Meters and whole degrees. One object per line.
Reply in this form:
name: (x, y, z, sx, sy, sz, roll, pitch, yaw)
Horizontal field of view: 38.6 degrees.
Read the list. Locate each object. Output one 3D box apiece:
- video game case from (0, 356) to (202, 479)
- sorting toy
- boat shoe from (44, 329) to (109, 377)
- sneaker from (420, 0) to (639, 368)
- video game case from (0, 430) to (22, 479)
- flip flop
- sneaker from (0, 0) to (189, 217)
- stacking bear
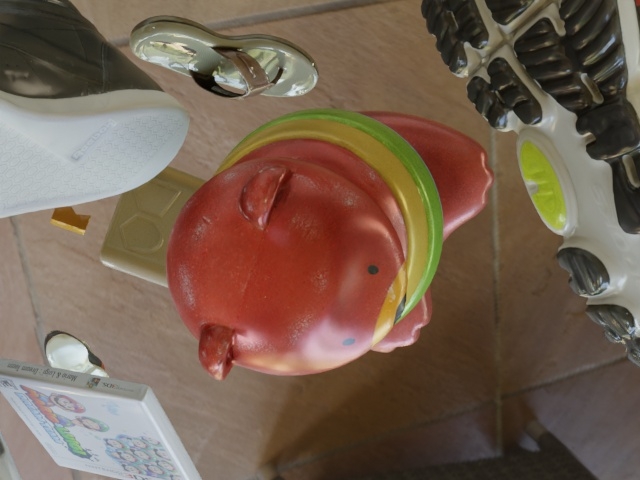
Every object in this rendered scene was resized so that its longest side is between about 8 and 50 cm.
video game case: (-0.183, 0.156, 0.755, 0.143, 0.019, 0.157, 7, 140, 19)
sorting toy: (-0.313, -0.038, 1.649, 0.307, 0.041, 0.229, 21, 57, -13)
boat shoe: (-0.320, 0.149, 1.188, 0.049, 0.043, 0.137, -34, 145, -4)
sneaker: (0.133, -0.078, 0.390, 0.118, 0.107, 0.279, -28, 98, -30)
video game case: (-0.333, 0.139, 0.722, 0.023, 0.201, 0.183, -33, 106, -56)
flip flop: (-0.132, -0.241, 1.285, 0.277, 0.080, 0.112, 10, 147, -31)
sneaker: (-0.220, -0.088, 0.507, 0.295, 0.147, 0.104, -13, 142, -56)
stacking bear: (0.000, 0.000, 0.549, 0.164, 0.289, 0.175, 26, 102, 7)
